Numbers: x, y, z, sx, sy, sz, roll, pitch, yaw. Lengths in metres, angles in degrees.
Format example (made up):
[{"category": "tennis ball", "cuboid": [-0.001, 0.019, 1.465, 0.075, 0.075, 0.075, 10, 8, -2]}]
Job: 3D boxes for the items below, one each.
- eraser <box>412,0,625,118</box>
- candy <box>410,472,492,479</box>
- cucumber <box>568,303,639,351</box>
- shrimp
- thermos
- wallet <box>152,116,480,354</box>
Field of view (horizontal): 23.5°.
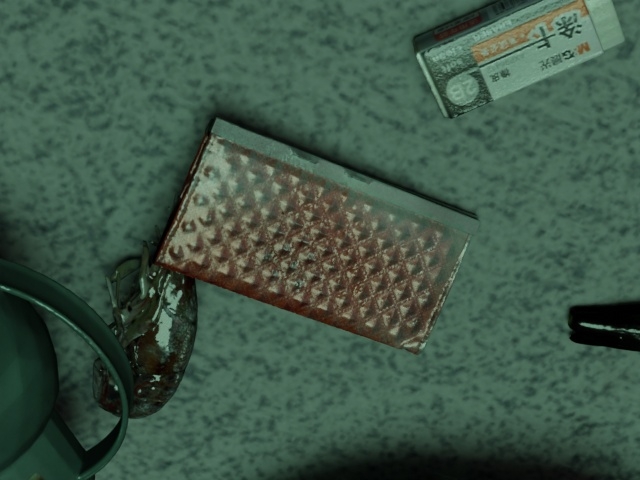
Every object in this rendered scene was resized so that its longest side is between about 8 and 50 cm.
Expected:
[{"category": "eraser", "cuboid": [0.122, -0.123, 0.948, 0.122, 0.029, 0.052, -22, 118, 8]}, {"category": "candy", "cuboid": [0.086, 0.339, 1.117, 0.427, 0.186, 0.386, 14, 120, -8]}, {"category": "cucumber", "cuboid": [0.238, 0.061, 1.056, 0.135, 0.034, 0.033, -5, 124, -2]}, {"category": "shrimp", "cuboid": [-0.111, 0.043, 1.003, 0.065, 0.056, 0.165, 13, 106, 10]}, {"category": "thermos", "cuboid": [-0.231, 0.063, 0.954, 0.182, 0.145, 0.286, -24, 120, 18]}, {"category": "wallet", "cuboid": [0.000, 0.000, 0.986, 0.196, 0.020, 0.103, 19, 98, -22]}]
